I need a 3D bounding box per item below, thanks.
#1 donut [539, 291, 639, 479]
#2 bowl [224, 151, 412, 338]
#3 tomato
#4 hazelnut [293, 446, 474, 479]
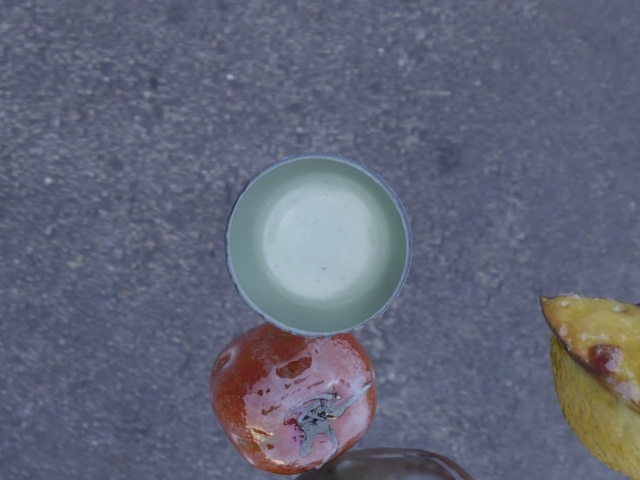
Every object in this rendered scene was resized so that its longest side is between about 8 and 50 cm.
[{"bbox_3d":[0.312,0.136,1.002,0.295,0.151,0.112,4,128,-2],"label":"donut"},{"bbox_3d":[0.000,0.000,1.509,0.211,0.112,0.211,0,96,4],"label":"bowl"},{"bbox_3d":[-0.037,0.204,1.789,0.232,0.188,0.232,-13,124,-20],"label":"tomato"},{"bbox_3d":[0.081,0.489,1.955,0.409,0.359,0.359,-36,117,-17],"label":"hazelnut"}]
